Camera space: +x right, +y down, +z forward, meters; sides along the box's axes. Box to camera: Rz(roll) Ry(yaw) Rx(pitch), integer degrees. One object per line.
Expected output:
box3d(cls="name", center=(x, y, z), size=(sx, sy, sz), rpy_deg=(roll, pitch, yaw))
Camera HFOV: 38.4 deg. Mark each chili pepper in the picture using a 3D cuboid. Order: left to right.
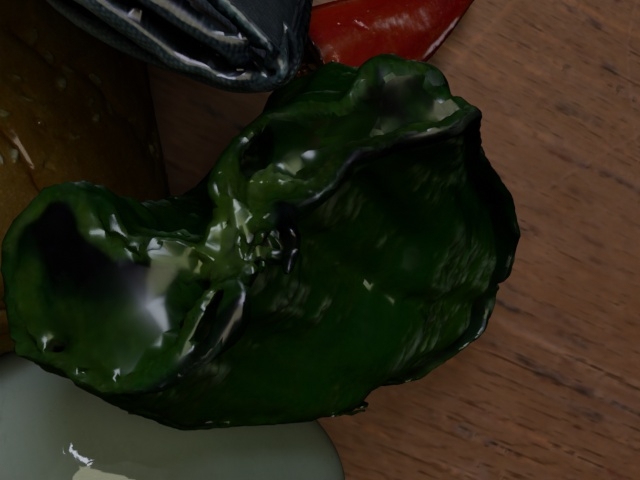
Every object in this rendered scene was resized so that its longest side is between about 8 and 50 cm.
box3d(cls="chili pepper", center=(-0.006, -0.009, 0.522), size=(0.167, 0.385, 0.213), rpy_deg=(28, 101, 22))
box3d(cls="chili pepper", center=(0.055, -0.161, 0.681), size=(0.169, 0.065, 0.088), rpy_deg=(-33, 113, -19))

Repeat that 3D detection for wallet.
box3d(cls="wallet", center=(-0.110, -0.186, 0.511), size=(0.237, 0.342, 0.075), rpy_deg=(30, 112, -13))

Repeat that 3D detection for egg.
box3d(cls="egg", center=(-0.107, 0.149, 0.562), size=(0.264, 0.183, 0.183), rpy_deg=(13, 85, -24))

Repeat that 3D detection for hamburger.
box3d(cls="hamburger", center=(-0.193, -0.040, 0.509), size=(0.309, 0.132, 0.211), rpy_deg=(-16, 91, -55))
